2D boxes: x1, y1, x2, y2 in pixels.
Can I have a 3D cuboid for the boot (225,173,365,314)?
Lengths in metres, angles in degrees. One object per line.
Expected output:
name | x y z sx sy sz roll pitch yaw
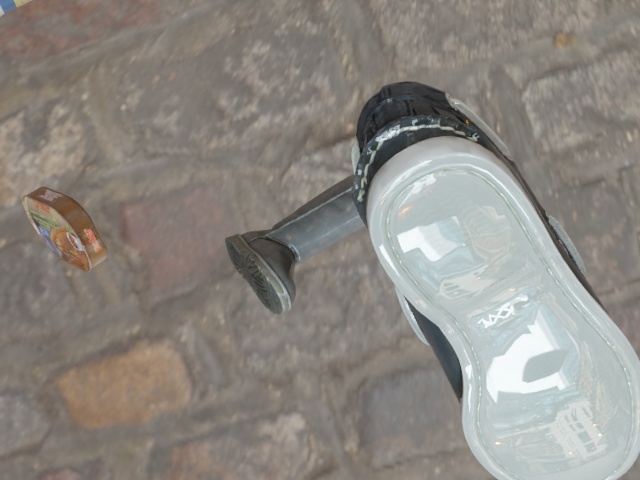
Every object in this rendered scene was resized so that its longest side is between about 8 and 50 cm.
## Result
boot | 0.000 -0.001 1.773 0.208 0.189 0.076 -20 125 -14

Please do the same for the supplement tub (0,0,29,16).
supplement tub | -0.190 -0.259 0.991 0.200 0.144 0.144 -29 107 -7

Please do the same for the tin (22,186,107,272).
tin | -0.350 -0.018 1.920 0.040 0.190 0.106 -39 119 -20

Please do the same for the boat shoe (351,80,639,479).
boat shoe | 0.106 0.034 0.804 0.114 0.091 0.302 -22 130 6
